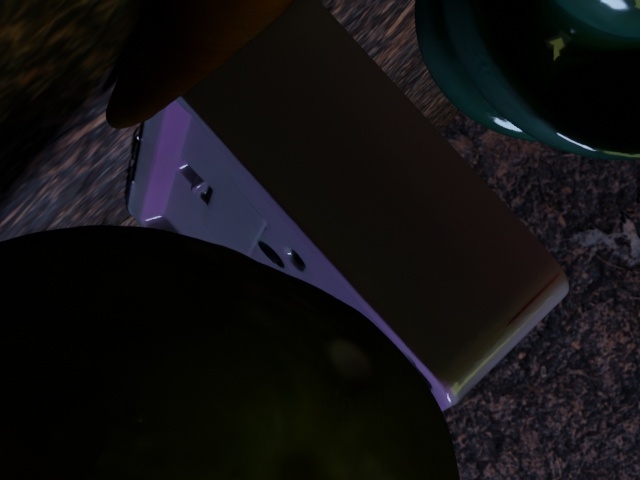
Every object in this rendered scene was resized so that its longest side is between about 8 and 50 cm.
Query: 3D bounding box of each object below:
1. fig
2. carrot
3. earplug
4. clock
[{"bbox_3d":[-0.098,0.144,0.500,0.314,0.233,0.233,-53,174,27],"label":"fig"},{"bbox_3d":[-0.032,-0.064,0.471,0.035,0.035,0.142,-44,-179,-29],"label":"carrot"},{"bbox_3d":[0.142,-0.162,0.764,0.280,0.164,0.257,-27,-129,60],"label":"earplug"},{"bbox_3d":[0.000,0.000,0.634,0.063,0.150,0.197,-41,176,-15],"label":"clock"}]
